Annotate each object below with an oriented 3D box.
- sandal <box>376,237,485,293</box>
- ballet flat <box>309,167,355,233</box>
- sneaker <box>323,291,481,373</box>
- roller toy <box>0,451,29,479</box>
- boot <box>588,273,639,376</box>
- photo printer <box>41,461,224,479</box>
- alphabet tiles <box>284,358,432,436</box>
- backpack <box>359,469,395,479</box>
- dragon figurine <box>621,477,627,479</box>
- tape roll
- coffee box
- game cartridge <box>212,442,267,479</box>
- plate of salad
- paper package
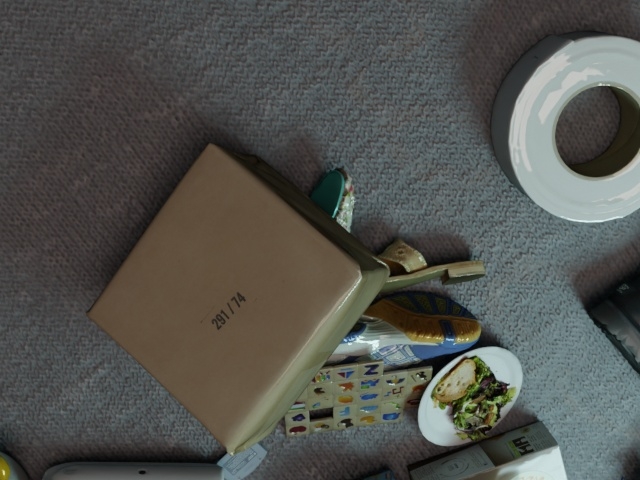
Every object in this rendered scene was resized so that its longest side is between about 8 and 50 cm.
[{"bbox_3d":[0.139,0.033,1.569,0.240,0.088,0.079,-6,75,-12],"label":"sandal"},{"bbox_3d":[0.000,0.000,1.537,0.077,0.091,0.241,13,111,-42],"label":"ballet flat"},{"bbox_3d":[0.105,0.165,1.590,0.296,0.112,0.131,-1,126,-7],"label":"sneaker"},{"bbox_3d":[-0.551,0.431,1.550,0.209,0.146,0.191,-25,108,0],"label":"roller toy"},{"bbox_3d":[0.716,0.106,1.593,0.445,0.146,0.367,-40,95,3],"label":"boot"},{"bbox_3d":[-0.313,0.483,1.613,0.307,0.107,0.256,1,107,-5],"label":"photo printer"},{"bbox_3d":[0.059,0.248,1.586,0.237,0.009,0.198,-7,141,-5],"label":"alphabet tiles"},{"bbox_3d":[0.059,0.471,1.639,0.173,0.158,0.117,-19,99,11],"label":"backpack"},{"bbox_3d":[0.572,0.459,1.726,0.085,0.144,0.289,1,87,-6],"label":"dragon figurine"},{"bbox_3d":[0.408,-0.175,1.516,0.286,0.100,0.286,-2,107,-6],"label":"tape roll"},{"bbox_3d":[0.285,0.418,1.673,0.246,0.098,0.141,-18,107,-2],"label":"coffee box"},{"bbox_3d":[-0.132,0.363,1.650,0.083,0.017,0.056,-42,103,6],"label":"game cartridge"},{"bbox_3d":[0.251,0.262,1.624,0.200,0.048,0.200,-13,123,-21],"label":"plate of salad"},{"bbox_3d":[-0.117,0.077,1.431,0.309,0.168,0.325,40,101,14],"label":"paper package"}]
